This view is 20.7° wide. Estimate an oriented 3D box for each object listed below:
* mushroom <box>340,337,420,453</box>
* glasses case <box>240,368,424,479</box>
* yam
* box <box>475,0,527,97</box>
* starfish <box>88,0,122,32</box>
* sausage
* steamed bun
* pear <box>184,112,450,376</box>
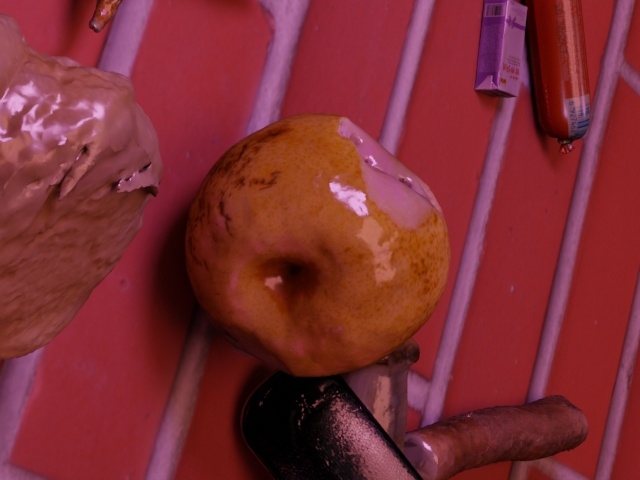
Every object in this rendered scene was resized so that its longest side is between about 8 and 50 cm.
[{"bbox_3d":[0.043,0.242,1.901,0.100,0.081,0.312,11,87,-38],"label":"mushroom"},{"bbox_3d":[0.042,0.262,1.815,0.122,0.075,0.314,-40,100,-9],"label":"glasses case"},{"bbox_3d":[0.207,0.241,2.110,0.356,0.081,0.081,-6,96,-51],"label":"yam"},{"bbox_3d":[0.221,-0.235,2.139,0.050,0.036,0.117,10,84,-51],"label":"box"},{"bbox_3d":[-0.115,-0.370,1.611,0.358,0.078,0.347,-39,121,-42],"label":"starfish"},{"bbox_3d":[0.298,-0.238,2.210,0.083,0.083,0.264,-24,111,-49],"label":"sausage"},{"bbox_3d":[-0.294,-0.038,1.326,0.372,0.230,0.325,-18,149,-55],"label":"steamed bun"},{"bbox_3d":[0.000,0.000,1.702,0.271,0.271,0.271,-3,94,-52],"label":"pear"}]
